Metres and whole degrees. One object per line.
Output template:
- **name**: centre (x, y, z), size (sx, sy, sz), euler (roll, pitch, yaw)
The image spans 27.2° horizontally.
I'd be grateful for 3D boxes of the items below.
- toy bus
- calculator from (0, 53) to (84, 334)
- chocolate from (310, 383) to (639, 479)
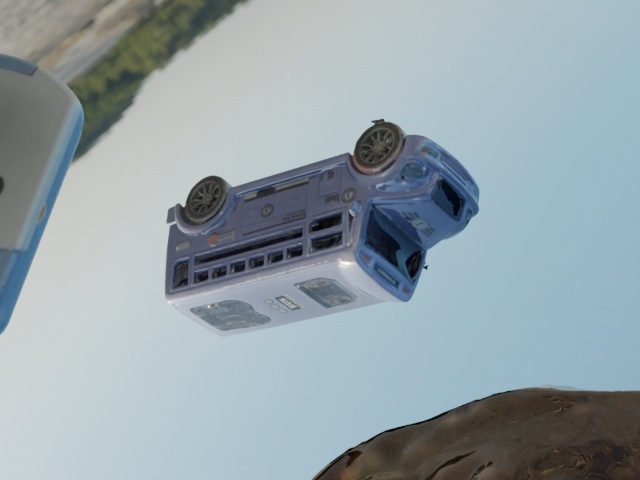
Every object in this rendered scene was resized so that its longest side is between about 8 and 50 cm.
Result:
- **toy bus**: centre (0.000, 0.000, 0.698), size (0.167, 0.073, 0.076), euler (-15, -125, 32)
- **calculator**: centre (-0.223, -0.026, 0.807), size (0.039, 0.121, 0.210), euler (93, 11, -60)
- **chocolate**: centre (0.138, 0.179, 0.388), size (0.340, 0.225, 0.210), euler (5, -160, 8)
